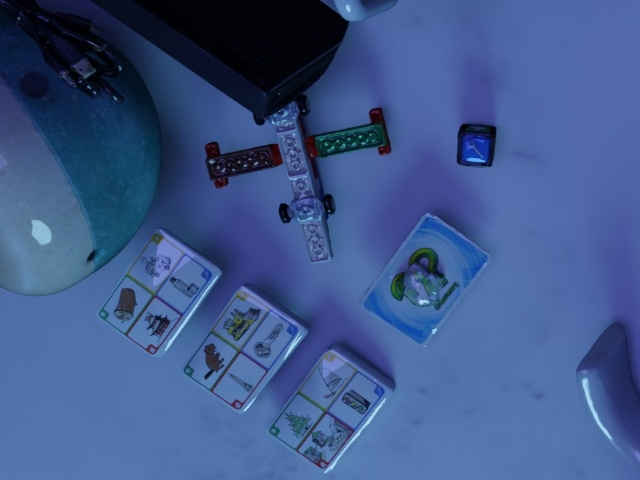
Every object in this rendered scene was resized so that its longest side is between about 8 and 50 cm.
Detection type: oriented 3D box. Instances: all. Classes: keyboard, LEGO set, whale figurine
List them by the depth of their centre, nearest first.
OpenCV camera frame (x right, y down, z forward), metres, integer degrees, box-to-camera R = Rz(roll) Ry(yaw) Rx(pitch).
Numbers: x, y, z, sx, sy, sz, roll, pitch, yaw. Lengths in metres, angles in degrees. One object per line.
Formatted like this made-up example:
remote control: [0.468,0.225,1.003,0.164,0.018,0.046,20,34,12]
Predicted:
keyboard: [-0.147,-0.166,0.794,0.317,0.201,0.033,35,128,11]
whale figurine: [-0.202,-0.098,0.856,0.141,0.216,0.272,-34,72,-22]
LEGO set: [0.000,0.000,0.864,0.182,0.060,0.244,34,111,-3]

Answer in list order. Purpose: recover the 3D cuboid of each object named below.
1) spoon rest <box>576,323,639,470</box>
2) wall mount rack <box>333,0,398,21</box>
spoon rest: [0.276,0.112,0.745,0.276,0.137,0.084,11,123,32]
wall mount rack: [0.094,-0.265,0.650,0.350,0.130,0.304,-3,106,22]
